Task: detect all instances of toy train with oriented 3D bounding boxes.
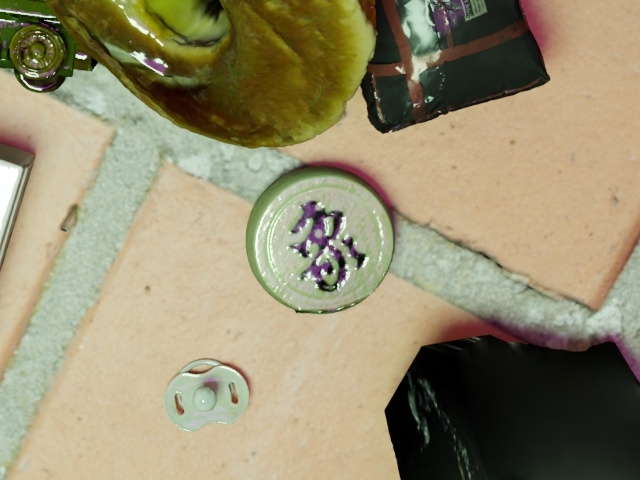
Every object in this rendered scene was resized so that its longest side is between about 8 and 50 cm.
[{"bbox_3d":[-0.307,-0.211,0.999,0.226,0.090,0.137,6,87,-13],"label":"toy train"}]

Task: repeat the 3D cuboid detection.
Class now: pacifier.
[{"bbox_3d":[-0.111,0.148,1.090,0.083,0.064,0.068,-10,82,-6],"label":"pacifier"}]

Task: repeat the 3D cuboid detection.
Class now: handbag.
[{"bbox_3d":[0.090,-0.213,1.013,0.169,0.155,0.215,-20,104,1],"label":"handbag"}]

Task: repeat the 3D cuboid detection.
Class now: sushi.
[{"bbox_3d":[0.197,0.236,1.068,0.227,0.215,0.212,1,132,-27],"label":"sushi"}]

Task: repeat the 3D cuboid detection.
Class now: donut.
[{"bbox_3d":[-0.095,-0.227,0.894,0.330,0.330,0.160,30,55,-11],"label":"donut"}]

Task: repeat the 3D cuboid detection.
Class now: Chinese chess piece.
[{"bbox_3d":[0.000,0.000,1.084,0.144,0.058,0.144,-1,100,-7],"label":"Chinese chess piece"}]

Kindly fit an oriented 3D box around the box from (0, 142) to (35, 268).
[{"bbox_3d":[-0.408,-0.020,1.002,0.261,0.111,0.194,19,98,-8],"label":"box"}]
